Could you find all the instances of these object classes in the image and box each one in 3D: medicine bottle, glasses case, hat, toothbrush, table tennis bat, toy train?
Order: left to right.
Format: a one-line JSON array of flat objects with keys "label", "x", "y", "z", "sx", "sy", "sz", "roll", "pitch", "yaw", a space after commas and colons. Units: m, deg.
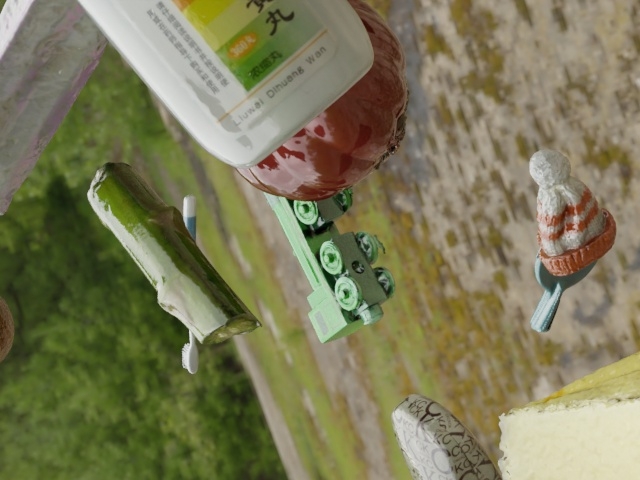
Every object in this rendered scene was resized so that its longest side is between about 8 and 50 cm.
[{"label": "medicine bottle", "x": -0.113, "y": -0.229, "z": 1.077, "sx": 0.324, "sy": 0.179, "sz": 0.124, "roll": 51, "pitch": 178, "yaw": -9}, {"label": "toothbrush", "x": -0.187, "y": 0.064, "z": 1.798, "sx": 0.025, "sy": 0.019, "sz": 0.275, "roll": 28, "pitch": 123, "yaw": 49}, {"label": "toy train", "x": 0.000, "y": 0.000, "z": 1.552, "sx": 0.119, "sy": 0.085, "sz": 0.251, "roll": -43, "pitch": 69, "yaw": 48}, {"label": "glasses case", "x": 0.194, "y": 0.340, "z": 1.620, "sx": 0.137, "sy": 0.085, "sz": 0.354, "roll": 28, "pitch": 152, "yaw": 56}, {"label": "table tennis bat", "x": 0.356, "y": 0.050, "z": 1.857, "sx": 0.033, "sy": 0.124, "sz": 0.201, "roll": 48, "pitch": 131, "yaw": 44}, {"label": "hat", "x": 0.314, "y": -0.045, "z": 1.632, "sx": 0.093, "sy": 0.112, "sz": 0.162, "roll": 50, "pitch": 170, "yaw": 52}]

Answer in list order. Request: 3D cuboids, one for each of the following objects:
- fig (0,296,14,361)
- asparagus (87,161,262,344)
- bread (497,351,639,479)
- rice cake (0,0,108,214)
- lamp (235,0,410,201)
[{"label": "fig", "x": -0.401, "y": 0.082, "z": 1.380, "sx": 0.119, "sy": 0.119, "sz": 0.153, "roll": -121, "pitch": 20, "yaw": -45}, {"label": "asparagus", "x": -0.145, "y": 0.016, "z": 1.199, "sx": 0.277, "sy": 0.067, "sz": 0.060, "roll": 49, "pitch": 166, "yaw": 41}, {"label": "bread", "x": 0.335, "y": 0.265, "z": 1.175, "sx": 0.242, "sy": 0.405, "sz": 0.345, "roll": -89, "pitch": -24, "yaw": -65}, {"label": "rice cake", "x": -0.289, "y": -0.148, "z": 1.217, "sx": 0.298, "sy": 0.106, "sz": 0.050, "roll": -53, "pitch": 47, "yaw": 20}, {"label": "lamp", "x": -0.005, "y": -0.149, "z": 1.322, "sx": 0.227, "sy": 0.227, "sz": 0.227, "roll": 161, "pitch": 90, "yaw": -78}]
